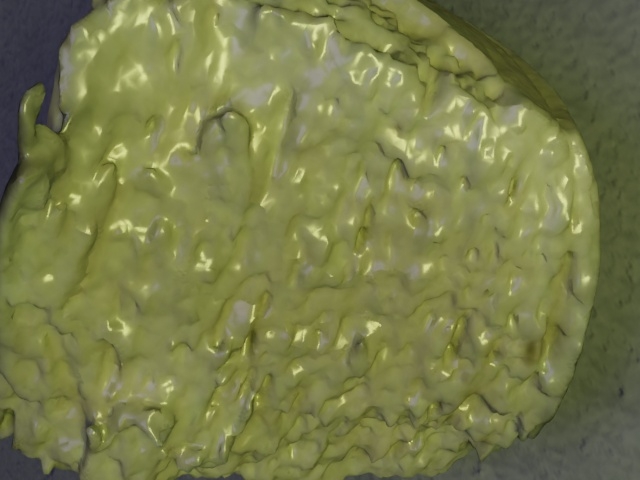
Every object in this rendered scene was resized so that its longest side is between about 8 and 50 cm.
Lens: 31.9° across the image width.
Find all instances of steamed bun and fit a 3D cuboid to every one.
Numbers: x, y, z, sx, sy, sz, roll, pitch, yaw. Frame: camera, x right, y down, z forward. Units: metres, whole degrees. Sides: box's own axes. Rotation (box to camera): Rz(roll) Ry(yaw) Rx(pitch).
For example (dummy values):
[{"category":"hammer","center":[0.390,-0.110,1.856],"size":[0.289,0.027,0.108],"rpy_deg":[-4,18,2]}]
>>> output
[{"category":"steamed bun","center":[0.000,0.000,0.580],"size":[0.272,0.273,0.290],"rpy_deg":[25,122,-4]}]
